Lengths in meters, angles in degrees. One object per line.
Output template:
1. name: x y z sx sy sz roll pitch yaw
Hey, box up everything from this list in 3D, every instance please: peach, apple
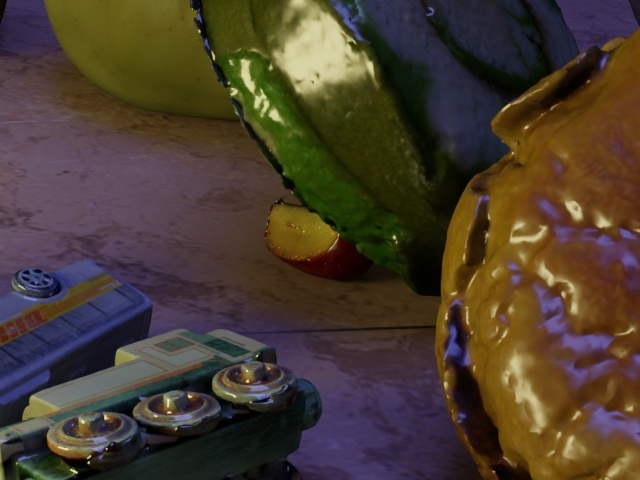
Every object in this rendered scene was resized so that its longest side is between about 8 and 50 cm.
1. peach: 0.000 0.000 1.197 0.083 0.050 0.077 17 1 2
2. apple: -0.074 -0.274 1.494 0.357 0.357 0.357 6 22 -2

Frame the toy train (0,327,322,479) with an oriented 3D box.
1. toy train: -0.095 0.105 0.894 0.194 0.081 0.125 -16 21 -38

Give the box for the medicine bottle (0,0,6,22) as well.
1. medicine bottle: -0.408 -0.297 1.546 0.232 0.238 0.238 7 22 -1

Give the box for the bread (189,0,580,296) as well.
1. bread: 0.061 -0.152 1.208 0.366 0.129 0.382 1 61 -58

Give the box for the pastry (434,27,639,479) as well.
1. pastry: 0.228 0.019 0.898 0.356 0.356 0.164 23 -14 34

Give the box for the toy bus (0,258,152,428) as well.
1. toy bus: -0.174 0.070 0.971 0.075 0.064 0.190 28 29 17

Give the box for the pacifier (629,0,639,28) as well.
1. pacifier: 0.302 -0.180 1.458 0.220 0.273 0.332 20 -10 -5
